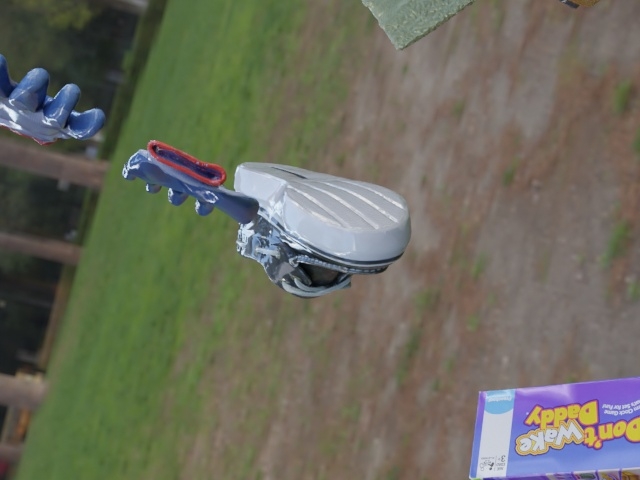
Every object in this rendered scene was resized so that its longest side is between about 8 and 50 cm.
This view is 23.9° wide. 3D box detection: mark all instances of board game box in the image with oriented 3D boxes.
[{"bbox_3d":[0.302,0.223,1.231,0.233,0.347,0.078,-9,54,31],"label":"board game box"}]

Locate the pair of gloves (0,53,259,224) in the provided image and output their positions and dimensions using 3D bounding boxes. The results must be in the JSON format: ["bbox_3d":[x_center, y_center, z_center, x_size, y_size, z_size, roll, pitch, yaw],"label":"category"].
[{"bbox_3d":[-0.125,-0.059,0.902,0.159,0.198,0.023,154,139,-80],"label":"pair of gloves"}]

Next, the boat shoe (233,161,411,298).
[{"bbox_3d":[0.000,0.000,1.512,0.335,0.121,0.119,-150,60,-68],"label":"boat shoe"}]

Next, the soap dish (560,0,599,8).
[{"bbox_3d":[0.112,-0.293,1.172,0.229,0.291,0.118,45,113,37],"label":"soap dish"}]

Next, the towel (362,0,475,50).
[{"bbox_3d":[0.108,-0.283,1.669,0.148,0.110,0.027,-34,3,43],"label":"towel"}]
